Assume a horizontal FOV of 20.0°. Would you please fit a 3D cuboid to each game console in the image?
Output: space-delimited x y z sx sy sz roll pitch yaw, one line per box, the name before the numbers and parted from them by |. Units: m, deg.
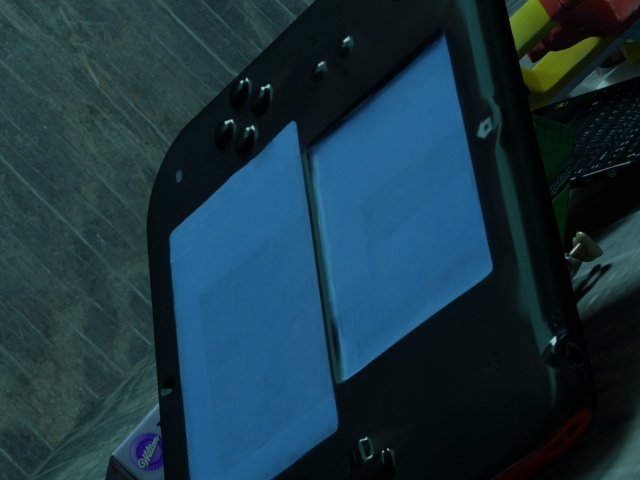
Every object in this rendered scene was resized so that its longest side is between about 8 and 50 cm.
game console | 0.008 0.021 1.093 0.342 0.060 0.386 -44 42 40

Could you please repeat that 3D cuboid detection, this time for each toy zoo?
toy zoo | 0.244 -0.181 1.470 0.192 0.030 0.293 7 -42 -47

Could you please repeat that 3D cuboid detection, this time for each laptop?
laptop | 0.212 -0.143 1.329 0.264 0.136 0.234 -17 15 32

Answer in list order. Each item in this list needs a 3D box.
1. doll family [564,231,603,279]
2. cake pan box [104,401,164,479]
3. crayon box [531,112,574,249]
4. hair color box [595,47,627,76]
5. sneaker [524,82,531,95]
doll family | 0.113 0.036 1.248 0.111 0.076 0.193 -50 2 -11
cake pan box | -0.100 0.157 1.707 0.246 0.070 0.267 -45 -5 -16
crayon box | 0.040 0.020 1.179 0.278 0.081 0.165 -15 63 56
hair color box | 0.286 -0.206 1.558 0.141 0.043 0.072 -31 -28 -1
sneaker | 0.096 -0.068 1.411 0.098 0.083 0.223 -26 -1 -15
